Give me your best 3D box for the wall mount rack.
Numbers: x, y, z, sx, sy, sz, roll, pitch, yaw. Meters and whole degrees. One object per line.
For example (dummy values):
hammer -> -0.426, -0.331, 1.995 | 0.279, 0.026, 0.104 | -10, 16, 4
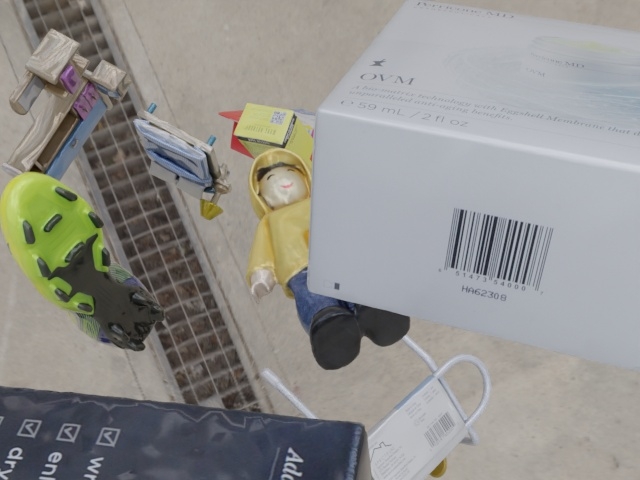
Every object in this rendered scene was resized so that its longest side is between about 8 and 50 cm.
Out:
wall mount rack -> 0.088, 0.263, 1.251 | 0.350, 0.130, 0.304 | -38, 104, -25

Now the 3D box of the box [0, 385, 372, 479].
box -> -0.226, 0.359, 0.500 | 0.472, 0.297, 0.480 | 2, 43, 13

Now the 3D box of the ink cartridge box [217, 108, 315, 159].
ink cartridge box -> -0.072, -0.193, 1.516 | 0.134, 0.231, 0.078 | 27, 115, 37

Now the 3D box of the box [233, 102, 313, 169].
box -> -0.041, -0.122, 1.237 | 0.087, 0.232, 0.058 | 14, 72, 27

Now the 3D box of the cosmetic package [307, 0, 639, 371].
cosmetic package -> 0.133, -0.055, 0.546 | 0.224, 0.138, 0.224 | 12, 34, 13

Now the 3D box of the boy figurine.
boy figurine -> 0.000, 0.000, 0.856 | 0.177, 0.092, 0.285 | -23, 45, -3

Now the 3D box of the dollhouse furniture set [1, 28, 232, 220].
dollhouse furniture set -> -0.301, -0.117, 1.238 | 0.303, 0.286, 0.198 | 28, 79, 2

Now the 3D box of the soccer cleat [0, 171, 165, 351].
soccer cleat -> -0.263, 0.027, 0.835 | 0.121, 0.289, 0.093 | 22, 66, 25

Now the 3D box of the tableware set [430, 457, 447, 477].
tableware set -> 0.171, 0.366, 1.329 | 0.024, 0.104, 0.154 | 8, 94, -42
